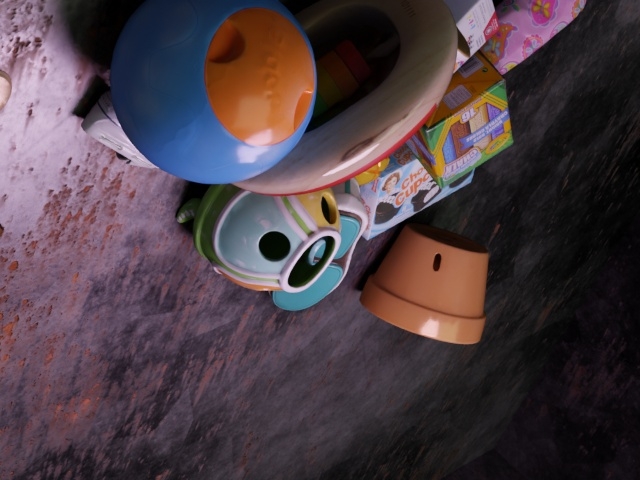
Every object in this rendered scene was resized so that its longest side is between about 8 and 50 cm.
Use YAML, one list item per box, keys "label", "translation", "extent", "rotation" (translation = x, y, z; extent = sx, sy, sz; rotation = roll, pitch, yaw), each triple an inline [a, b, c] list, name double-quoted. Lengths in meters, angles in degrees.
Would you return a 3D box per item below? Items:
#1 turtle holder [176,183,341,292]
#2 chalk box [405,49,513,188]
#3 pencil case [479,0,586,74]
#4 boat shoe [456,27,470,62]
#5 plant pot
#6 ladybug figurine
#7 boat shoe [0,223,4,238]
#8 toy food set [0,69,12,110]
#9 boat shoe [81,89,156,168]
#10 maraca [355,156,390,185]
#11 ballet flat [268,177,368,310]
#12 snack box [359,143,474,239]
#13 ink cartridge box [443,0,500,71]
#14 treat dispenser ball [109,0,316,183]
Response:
- label: "turtle holder"
  translation: [-0.063, -0.054, 2.047]
  extent: [0.320, 0.227, 0.243]
  rotation: [-43, 152, -8]
- label: "chalk box"
  translation: [0.248, -0.240, 2.271]
  extent: [0.179, 0.180, 0.289]
  rotation: [-32, 150, -5]
- label: "pencil case"
  translation: [0.397, -0.432, 2.326]
  extent: [0.284, 0.124, 0.124]
  rotation: [-41, 152, -14]
- label: "boat shoe"
  translation: [0.127, -0.368, 1.963]
  extent: [0.277, 0.098, 0.096]
  rotation: [30, 123, -23]
- label: "plant pot"
  translation: [0.255, 0.086, 2.665]
  extent: [0.291, 0.291, 0.203]
  rotation: [0, 110, -55]
- label: "ladybug figurine"
  translation: [0.020, -0.219, 1.845]
  extent: [0.449, 0.305, 0.162]
  rotation: [-31, 146, 6]
- label: "boat shoe"
  translation: [-0.580, 0.059, 1.600]
  extent: [0.324, 0.122, 0.120]
  rotation: [-33, 156, -8]
- label: "toy food set"
  translation: [-0.444, -0.192, 1.547]
  extent: [0.083, 0.020, 0.082]
  rotation: [-52, 153, 9]
- label: "boat shoe"
  translation: [-0.281, -0.152, 1.788]
  extent: [0.076, 0.083, 0.226]
  rotation: [-39, 142, 9]
- label: "maraca"
  translation: [0.091, -0.188, 2.239]
  extent: [0.127, 0.099, 0.185]
  rotation: [70, 40, -63]
- label: "ballet flat"
  translation: [0.000, 0.000, 2.294]
  extent: [0.139, 0.139, 0.400]
  rotation: [-29, 163, -31]
- label: "snack box"
  translation: [0.213, -0.143, 2.502]
  extent: [0.322, 0.060, 0.187]
  rotation: [-29, 147, -31]
- label: "ink cartridge box"
  translation: [0.209, -0.385, 2.105]
  extent: [0.176, 0.127, 0.128]
  rotation: [-45, 153, -3]
- label: "treat dispenser ball"
  translation: [-0.149, -0.222, 1.638]
  extent: [0.288, 0.288, 0.288]
  rotation: [-34, 150, -23]
